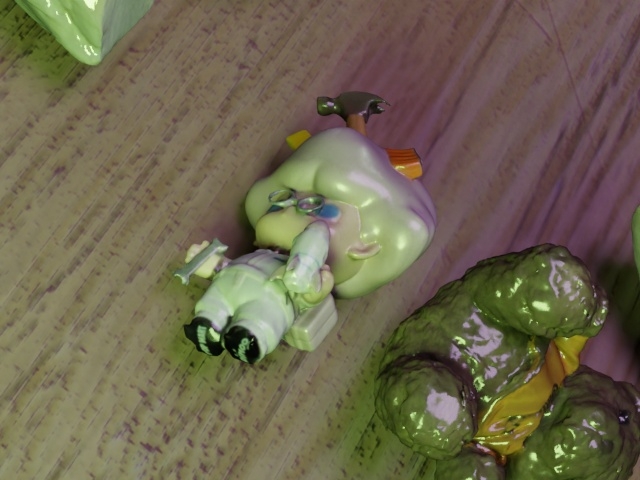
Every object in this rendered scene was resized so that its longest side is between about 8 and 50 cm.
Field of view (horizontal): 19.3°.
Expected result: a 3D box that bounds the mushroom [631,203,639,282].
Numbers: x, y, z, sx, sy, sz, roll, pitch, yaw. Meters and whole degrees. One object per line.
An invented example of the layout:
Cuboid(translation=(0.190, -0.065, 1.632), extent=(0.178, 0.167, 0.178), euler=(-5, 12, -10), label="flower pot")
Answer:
Cuboid(translation=(0.316, 0.168, 1.327), extent=(0.177, 0.126, 0.397), euler=(6, 61, -22), label="mushroom")

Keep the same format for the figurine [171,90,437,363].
Cuboid(translation=(0.000, 0.000, 1.201), extent=(0.229, 0.137, 0.112), euler=(-49, 129, -39), label="figurine")

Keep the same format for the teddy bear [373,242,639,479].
Cuboid(translation=(0.132, 0.106, 1.234), extent=(0.190, 0.140, 0.177), euler=(44, 74, -17), label="teddy bear")

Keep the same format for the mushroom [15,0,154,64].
Cuboid(translation=(-0.216, -0.231, 1.194), extent=(0.270, 0.103, 0.118), euler=(37, 42, 1), label="mushroom")
